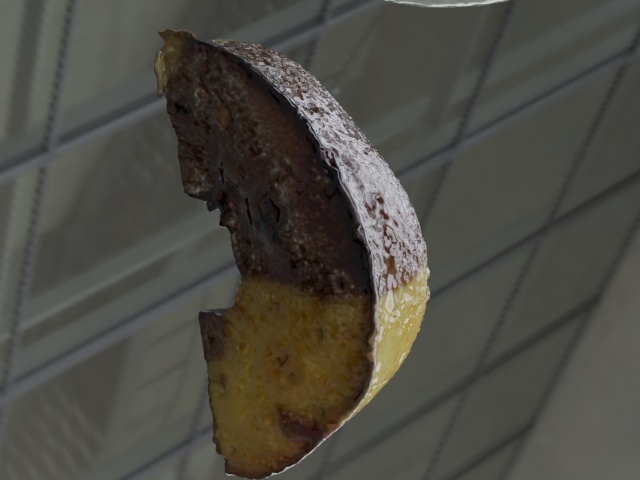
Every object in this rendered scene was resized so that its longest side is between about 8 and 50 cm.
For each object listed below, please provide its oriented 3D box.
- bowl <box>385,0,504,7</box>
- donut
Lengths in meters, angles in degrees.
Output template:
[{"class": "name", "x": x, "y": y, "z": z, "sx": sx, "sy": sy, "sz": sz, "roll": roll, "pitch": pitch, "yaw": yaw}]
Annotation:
[{"class": "bowl", "x": -0.016, "y": -0.296, "z": 0.711, "sx": 0.435, "sy": 0.196, "sz": 0.434, "roll": 11, "pitch": -74, "yaw": 42}, {"class": "donut", "x": 0.000, "y": 0.000, "z": 1.250, "sx": 0.151, "sy": 0.112, "sz": 0.295, "roll": 1, "pitch": -72, "yaw": 37}]
